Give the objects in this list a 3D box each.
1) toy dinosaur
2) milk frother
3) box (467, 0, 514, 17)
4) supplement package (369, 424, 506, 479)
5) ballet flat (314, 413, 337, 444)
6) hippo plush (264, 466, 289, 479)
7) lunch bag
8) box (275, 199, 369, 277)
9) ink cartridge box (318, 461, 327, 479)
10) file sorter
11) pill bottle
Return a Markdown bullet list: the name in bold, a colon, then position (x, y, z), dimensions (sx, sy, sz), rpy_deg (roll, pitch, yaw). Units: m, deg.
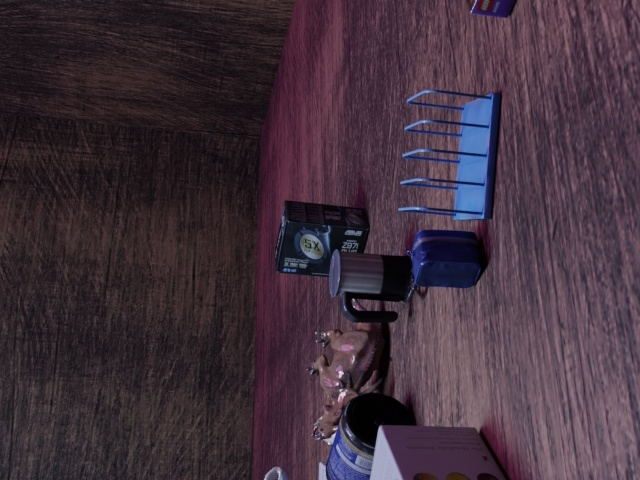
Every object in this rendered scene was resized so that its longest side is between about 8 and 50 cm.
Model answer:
- **toy dinosaur**: position (0.067, 0.233, 1.591), dimensions (0.200, 0.127, 0.295), rpy_deg (167, 119, -71)
- **milk frother**: position (0.096, 0.061, 1.440), dimensions (0.143, 0.135, 0.129), rpy_deg (108, 162, -51)
- **box**: position (0.244, -0.465, 1.085), dimensions (0.293, 0.057, 0.200), rpy_deg (106, 165, -47)
- **supplement package**: position (0.152, 0.344, 1.018), dimensions (0.244, 0.139, 0.133), rpy_deg (-116, 31, -67)
- **ballet flat**: position (0.039, 0.398, 1.755), dimensions (0.241, 0.077, 0.091), rpy_deg (137, 138, -73)
- **hippo plush**: position (0.029, 0.399, 1.274), dimensions (0.294, 0.237, 0.234), rpy_deg (141, 145, -77)
- **lunch bag**: position (0.168, 0.022, 1.173), dimensions (0.067, 0.099, 0.065), rpy_deg (100, 172, -54)
- **box**: position (0.000, 0.000, 1.849), dimensions (0.077, 0.180, 0.147), rpy_deg (-96, 16, -51)
- **ink cartridge box**: position (0.053, 0.479, 1.612), dimensions (0.143, 0.090, 0.092), rpy_deg (164, 110, -78)
- **file sorter**: position (0.174, -0.117, 1.187), dimensions (0.118, 0.105, 0.170), rpy_deg (-177, 91, -80)
- **pill bottle**: position (0.076, 0.371, 1.447), dimensions (0.122, 0.123, 0.219), rpy_deg (-98, 17, -48)
